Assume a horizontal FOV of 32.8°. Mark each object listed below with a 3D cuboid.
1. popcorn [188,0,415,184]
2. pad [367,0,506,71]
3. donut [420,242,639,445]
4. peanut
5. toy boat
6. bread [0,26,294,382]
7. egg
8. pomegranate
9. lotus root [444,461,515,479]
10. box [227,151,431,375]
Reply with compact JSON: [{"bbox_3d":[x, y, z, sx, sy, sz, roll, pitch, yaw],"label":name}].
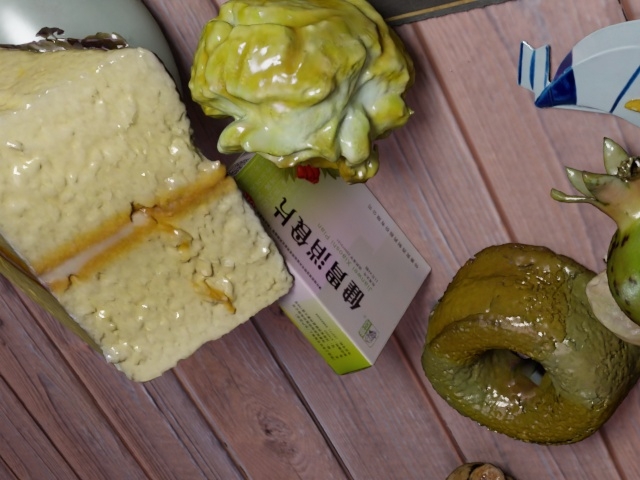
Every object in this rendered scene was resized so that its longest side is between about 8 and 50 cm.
[{"bbox_3d":[-0.018,-0.158,1.064,0.204,0.221,0.183,27,109,53],"label":"popcorn"},{"bbox_3d":[0.077,-0.277,1.012,0.376,0.063,0.314,-5,125,39],"label":"pad"},{"bbox_3d":[0.232,0.138,1.256,0.272,0.107,0.272,21,138,20],"label":"donut"},{"bbox_3d":[0.374,0.082,1.108,0.214,0.098,0.090,19,120,20],"label":"peanut"},{"bbox_3d":[0.312,-0.143,0.995,0.291,0.067,0.220,18,141,39],"label":"toy boat"},{"bbox_3d":[-0.289,-0.073,1.147,0.405,0.242,0.345,31,154,43],"label":"bread"},{"bbox_3d":[-0.302,-0.213,1.207,0.230,0.230,0.371,-22,111,45],"label":"egg"},{"bbox_3d":[0.309,0.007,1.006,0.220,0.156,0.156,26,139,0],"label":"pomegranate"},{"bbox_3d":[0.213,0.389,1.493,0.125,0.118,0.220,34,139,30],"label":"lotus root"},{"bbox_3d":[0.000,-0.001,1.233,0.062,0.175,0.260,-23,113,43],"label":"box"}]
